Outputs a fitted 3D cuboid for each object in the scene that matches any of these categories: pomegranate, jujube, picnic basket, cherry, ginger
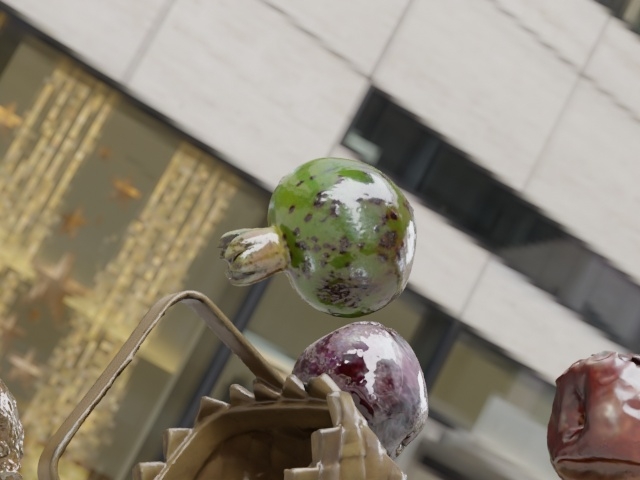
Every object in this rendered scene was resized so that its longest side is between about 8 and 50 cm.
[{"bbox_3d":[0.000,0.000,2.140,0.202,0.248,0.202,162,-90,-76],"label":"pomegranate"},{"bbox_3d":[0.355,0.183,1.531,0.342,0.216,0.216,17,-7,-26],"label":"jujube"},{"bbox_3d":[-0.096,0.234,1.704,0.321,0.254,0.291,48,-32,-19],"label":"picnic basket"},{"bbox_3d":[0.057,0.207,2.377,0.195,0.195,0.195,26,-13,6],"label":"cherry"},{"bbox_3d":[-0.440,0.168,2.136,0.084,0.122,0.290,-19,-57,16],"label":"ginger"}]
